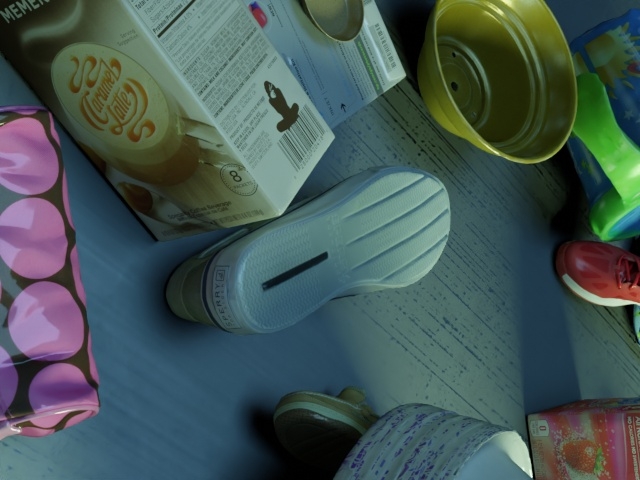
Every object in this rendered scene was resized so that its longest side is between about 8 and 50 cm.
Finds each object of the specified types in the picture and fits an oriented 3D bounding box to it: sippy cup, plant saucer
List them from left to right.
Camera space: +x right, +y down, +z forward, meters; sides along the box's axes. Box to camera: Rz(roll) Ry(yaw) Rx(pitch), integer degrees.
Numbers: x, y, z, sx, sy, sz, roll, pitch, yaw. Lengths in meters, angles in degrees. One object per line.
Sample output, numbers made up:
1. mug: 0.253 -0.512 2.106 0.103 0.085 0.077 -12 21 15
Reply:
1. plant saucer: 0.007 -0.218 0.911 0.083 0.015 0.083 14 70 -45
2. sippy cup: 0.394 -0.149 1.228 0.305 0.240 0.224 63 1 -73

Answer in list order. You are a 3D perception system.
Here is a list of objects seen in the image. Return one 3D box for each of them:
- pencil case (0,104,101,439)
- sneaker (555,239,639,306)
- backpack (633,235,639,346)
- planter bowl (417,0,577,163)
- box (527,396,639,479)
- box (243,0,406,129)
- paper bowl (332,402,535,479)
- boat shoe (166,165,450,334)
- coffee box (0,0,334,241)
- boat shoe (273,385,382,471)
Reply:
1. pencil case: -0.199 0.022 0.630 0.098 0.095 0.209 -2 79 -84
2. sneaker: 0.408 0.038 1.223 0.221 0.128 0.087 17 68 -15
3. backpack: 0.499 0.087 1.377 0.158 0.117 0.173 40 57 -34
4. planter bowl: 0.170 -0.176 1.074 0.217 0.090 0.217 10 72 -35
5. box: 0.349 0.331 1.126 0.142 0.154 0.299 0 83 -48
6. box: -0.006 -0.181 0.929 0.186 0.038 0.145 -42 112 -46
7. paper bowl: 0.102 0.283 0.801 0.284 0.148 0.284 -32 128 -53
8. boat shoe: 0.000 0.000 0.850 0.302 0.094 0.109 -18 105 -48
9. coffee box: -0.122 -0.127 0.711 0.246 0.141 0.098 53 48 -25
10. boat shoe: 0.021 0.160 0.873 0.190 0.068 0.072 43 39 -48
